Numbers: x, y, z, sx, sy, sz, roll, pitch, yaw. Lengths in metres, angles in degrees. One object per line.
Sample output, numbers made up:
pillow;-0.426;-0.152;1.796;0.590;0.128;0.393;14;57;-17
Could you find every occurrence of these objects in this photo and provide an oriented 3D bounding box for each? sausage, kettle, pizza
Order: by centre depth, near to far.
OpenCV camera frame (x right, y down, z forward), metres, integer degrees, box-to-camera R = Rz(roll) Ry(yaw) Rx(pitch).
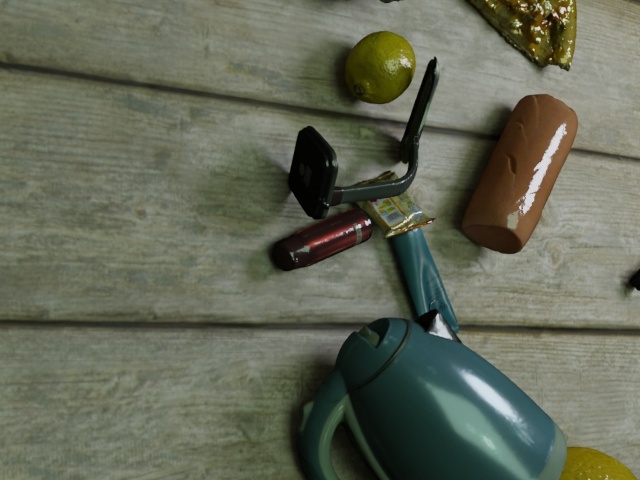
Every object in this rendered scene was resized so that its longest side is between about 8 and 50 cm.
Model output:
kettle;0.136;0.284;1.696;0.342;0.247;0.319;44;85;-15
sausage;0.345;-0.120;1.963;0.121;0.121;0.304;42;62;-25
pizza;0.393;-0.479;2.084;0.257;0.087;0.268;35;61;-31

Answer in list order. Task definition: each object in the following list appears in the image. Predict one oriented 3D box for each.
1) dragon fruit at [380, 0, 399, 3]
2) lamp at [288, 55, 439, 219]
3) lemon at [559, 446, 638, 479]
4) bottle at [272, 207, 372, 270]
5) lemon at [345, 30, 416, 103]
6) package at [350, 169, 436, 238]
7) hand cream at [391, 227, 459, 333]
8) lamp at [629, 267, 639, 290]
dragon fruit;0.098;-0.499;1.800;0.198;0.218;0.273;68;35;-57
lamp;0.087;-0.157;1.721;0.283;0.124;0.203;-20;135;-37
lemon;0.399;0.463;1.822;0.293;0.293;0.293;7;79;-36
bottle;0.000;0.000;1.726;0.164;0.060;0.060;-23;97;-37
lemon;0.093;-0.270;1.803;0.109;0.109;0.133;53;50;-18
package;0.108;-0.056;1.802;0.108;0.031;0.121;-21;63;-38
hand cream;0.164;0.065;1.852;0.083;0.048;0.224;-32;107;-38
lamp;0.670;-0.067;2.242;0.108;0.130;0.371;39;73;-1
